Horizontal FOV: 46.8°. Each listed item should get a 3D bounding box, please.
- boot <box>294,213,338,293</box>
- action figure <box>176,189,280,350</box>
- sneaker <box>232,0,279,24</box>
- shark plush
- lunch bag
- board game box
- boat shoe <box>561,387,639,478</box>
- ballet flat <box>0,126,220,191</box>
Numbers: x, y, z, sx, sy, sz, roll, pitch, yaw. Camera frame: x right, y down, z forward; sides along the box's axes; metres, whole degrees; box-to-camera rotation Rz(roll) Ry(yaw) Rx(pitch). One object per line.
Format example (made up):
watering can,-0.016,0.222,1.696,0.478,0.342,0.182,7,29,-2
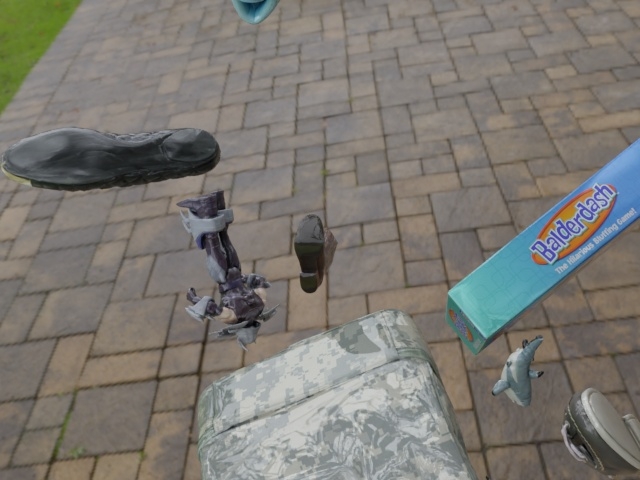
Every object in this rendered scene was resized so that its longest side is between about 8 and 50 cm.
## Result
boot,0.000,0.000,0.942,0.037,0.106,0.114,11,23,13
action figure,-0.165,0.057,1.292,0.099,0.284,0.185,-15,3,26
sneaker,-0.098,-0.482,1.232,0.135,0.366,0.150,5,79,1
shark plush,0.370,0.227,1.327,0.067,0.161,0.073,28,28,22
lunch bag,0.020,0.258,0.818,0.305,0.212,0.256,-21,28,1
board game box,0.196,0.006,0.599,0.210,0.160,0.047,-39,75,-2
boat shoe,0.394,0.289,1.041,0.096,0.335,0.112,-33,56,19
ballet flat,-0.167,-0.061,0.604,0.173,0.049,0.057,-4,67,-16
